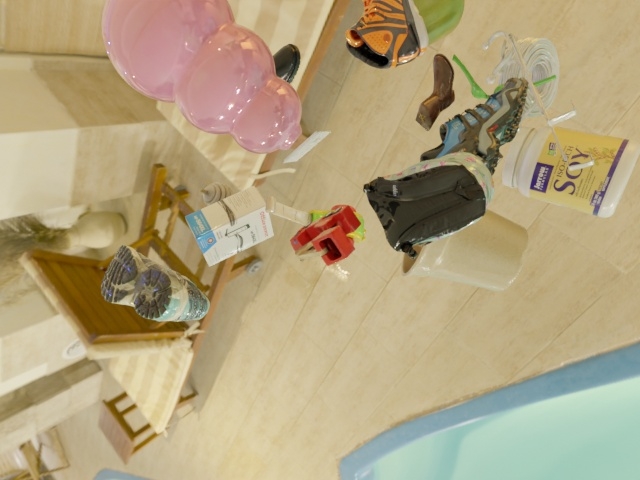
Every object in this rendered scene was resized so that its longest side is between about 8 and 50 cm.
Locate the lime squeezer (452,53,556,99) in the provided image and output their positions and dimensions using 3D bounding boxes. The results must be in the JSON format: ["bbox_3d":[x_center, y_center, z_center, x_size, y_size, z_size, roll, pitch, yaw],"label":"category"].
[{"bbox_3d":[0.535,-0.477,1.293,0.310,0.059,0.110,26,92,28],"label":"lime squeezer"}]

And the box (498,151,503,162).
[{"bbox_3d":[0.359,-0.196,0.970,0.052,0.083,0.062,116,150,-41],"label":"box"}]

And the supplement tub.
[{"bbox_3d":[0.786,-0.230,1.352,0.331,0.241,0.241,23,119,32],"label":"supplement tub"}]

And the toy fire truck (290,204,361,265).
[{"bbox_3d":[0.000,0.000,0.722,0.192,0.135,0.047,-23,107,48],"label":"toy fire truck"}]

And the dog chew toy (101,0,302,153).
[{"bbox_3d":[-0.169,-0.270,0.682,0.332,0.206,0.206,39,131,-12],"label":"dog chew toy"}]

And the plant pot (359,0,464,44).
[{"bbox_3d":[0.255,-0.704,1.345,0.275,0.293,0.275,38,158,18],"label":"plant pot"}]

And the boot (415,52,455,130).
[{"bbox_3d":[0.208,-0.274,0.789,0.037,0.114,0.106,10,137,47],"label":"boot"}]

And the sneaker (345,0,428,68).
[{"bbox_3d":[0.129,-0.582,1.050,0.321,0.180,0.124,64,169,-3],"label":"sneaker"}]

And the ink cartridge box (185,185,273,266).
[{"bbox_3d":[-0.239,-0.038,1.148,0.086,0.203,0.148,55,163,29],"label":"ink cartridge box"}]

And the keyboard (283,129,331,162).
[{"bbox_3d":[-0.055,-0.364,1.659,0.256,0.072,0.014,-27,76,51],"label":"keyboard"}]

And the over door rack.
[{"bbox_3d":[0.508,-0.327,1.030,0.108,0.239,0.324,-34,52,25],"label":"over door rack"}]

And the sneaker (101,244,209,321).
[{"bbox_3d":[-0.327,0.096,0.833,0.283,0.122,0.110,21,84,41],"label":"sneaker"}]

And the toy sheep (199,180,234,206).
[{"bbox_3d":[-0.296,-0.128,1.219,0.091,0.132,0.091,-5,82,35],"label":"toy sheep"}]

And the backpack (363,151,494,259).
[{"bbox_3d":[0.181,-0.070,0.685,0.182,0.115,0.152,-21,108,38],"label":"backpack"}]

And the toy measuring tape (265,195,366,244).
[{"bbox_3d":[0.017,-0.050,1.064,0.121,0.330,0.121,-17,64,38],"label":"toy measuring tape"}]

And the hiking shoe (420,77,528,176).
[{"bbox_3d":[0.302,-0.225,0.818,0.132,0.304,0.113,23,149,27],"label":"hiking shoe"}]

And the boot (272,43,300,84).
[{"bbox_3d":[-0.195,-0.513,1.304,0.246,0.207,0.094,-46,69,28],"label":"boot"}]

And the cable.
[{"bbox_3d":[0.700,-0.541,1.418,0.089,0.257,0.257,25,116,55],"label":"cable"}]

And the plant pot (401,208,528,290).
[{"bbox_3d":[0.461,0.007,1.348,0.305,0.334,0.333,19,121,2],"label":"plant pot"}]
